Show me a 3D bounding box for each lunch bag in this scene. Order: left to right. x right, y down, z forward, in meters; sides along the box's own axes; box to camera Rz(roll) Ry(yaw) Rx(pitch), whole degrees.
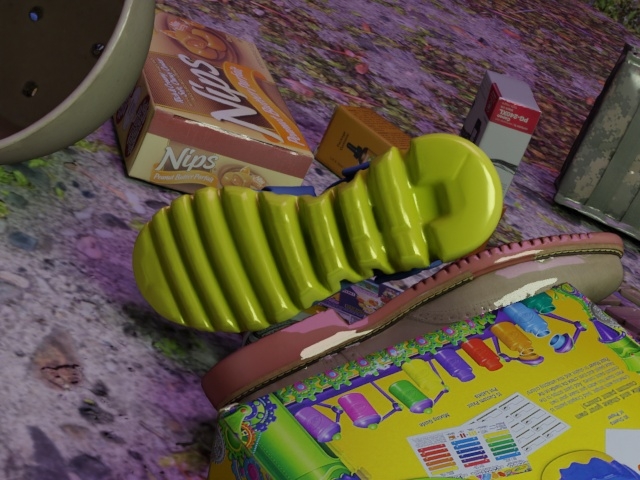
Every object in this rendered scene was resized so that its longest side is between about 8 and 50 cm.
[{"bbox_3d":[0.500,-0.104,1.873,0.287,0.235,0.169,26,17,3],"label":"lunch bag"}]

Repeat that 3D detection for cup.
[{"bbox_3d":[-0.289,-0.208,1.255,0.331,0.331,0.237,32,-3,15],"label":"cup"}]

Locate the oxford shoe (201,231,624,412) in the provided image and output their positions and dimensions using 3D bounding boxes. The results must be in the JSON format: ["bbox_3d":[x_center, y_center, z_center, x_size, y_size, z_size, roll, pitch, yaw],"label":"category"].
[{"bbox_3d":[0.091,0.097,1.039,0.348,0.123,0.130,-22,74,-9],"label":"oxford shoe"}]

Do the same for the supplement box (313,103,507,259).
[{"bbox_3d":[0.103,-0.072,1.601,0.233,0.078,0.080,39,26,27],"label":"supplement box"}]

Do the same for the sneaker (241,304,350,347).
[{"bbox_3d":[0.040,0.121,1.135,0.225,0.088,0.093,12,29,-7],"label":"sneaker"}]

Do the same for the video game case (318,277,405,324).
[{"bbox_3d":[-0.004,0.061,1.278,0.201,0.023,0.183,23,23,-5],"label":"video game case"}]

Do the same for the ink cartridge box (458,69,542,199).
[{"bbox_3d":[0.222,-0.128,1.751,0.063,0.150,0.109,17,24,-11],"label":"ink cartridge box"}]

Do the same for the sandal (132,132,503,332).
[{"bbox_3d":[0.000,0.000,1.116,0.317,0.126,0.138,-11,-2,13],"label":"sandal"}]

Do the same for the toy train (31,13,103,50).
[{"bbox_3d":[-0.334,-0.247,1.533,0.184,0.080,0.105,32,33,8],"label":"toy train"}]

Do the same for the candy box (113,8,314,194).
[{"bbox_3d":[-0.138,-0.154,1.514,0.183,0.087,0.316,15,26,-23],"label":"candy box"}]

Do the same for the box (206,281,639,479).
[{"bbox_3d":[0.121,0.204,0.808,0.290,0.177,0.279,-16,44,-33],"label":"box"}]

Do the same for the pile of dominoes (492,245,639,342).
[{"bbox_3d":[0.309,0.076,1.579,0.196,0.040,0.251,2,24,-42],"label":"pile of dominoes"}]
